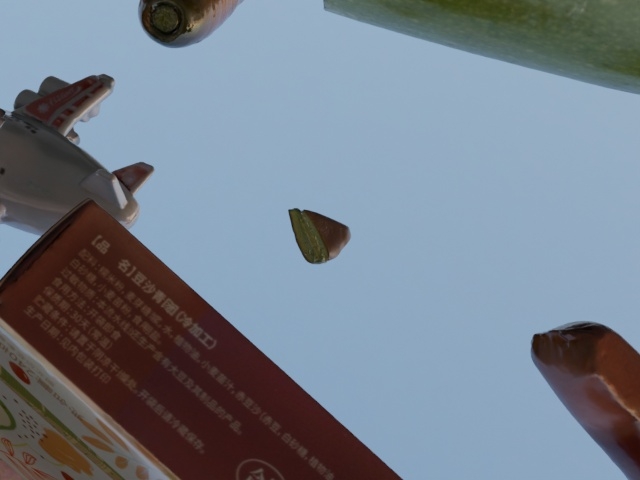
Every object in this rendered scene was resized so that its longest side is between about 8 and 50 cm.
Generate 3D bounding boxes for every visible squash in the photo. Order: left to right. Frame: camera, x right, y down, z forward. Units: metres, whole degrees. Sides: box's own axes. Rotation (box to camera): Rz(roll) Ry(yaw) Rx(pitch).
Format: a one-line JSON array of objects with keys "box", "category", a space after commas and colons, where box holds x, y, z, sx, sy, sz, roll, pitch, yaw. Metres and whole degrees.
[{"box": [0.214, -0.266, 1.359, 0.384, 0.263, 0.263, 16, -148, 5], "category": "squash"}]

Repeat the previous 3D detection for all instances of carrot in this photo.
[{"box": [-0.125, -0.260, 1.721, 0.087, 0.087, 0.193, 25, -148, 11], "category": "carrot"}]

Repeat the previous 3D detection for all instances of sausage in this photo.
[{"box": [0.305, 0.177, 1.521, 0.300, 0.089, 0.083, 48, -112, -19], "category": "sausage"}]

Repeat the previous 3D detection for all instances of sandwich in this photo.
[{"box": [0.000, 0.000, 1.475, 0.083, 0.031, 0.044, 21, -118, -54], "category": "sandwich"}]

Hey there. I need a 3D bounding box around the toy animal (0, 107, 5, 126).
[{"box": [-0.296, 0.096, 1.101, 0.225, 0.302, 0.284, -11, -125, -21], "category": "toy animal"}]

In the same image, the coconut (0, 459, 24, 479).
[{"box": [-0.424, 0.287, 1.635, 0.404, 0.405, 0.404, 13, -148, -8], "category": "coconut"}]

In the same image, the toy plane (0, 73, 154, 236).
[{"box": [-0.282, -0.066, 1.602, 0.252, 0.118, 0.252, -5, -125, 8], "category": "toy plane"}]

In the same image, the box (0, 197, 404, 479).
[{"box": [-0.112, 0.182, 1.314, 0.385, 0.344, 0.122, 42, -114, -1], "category": "box"}]
